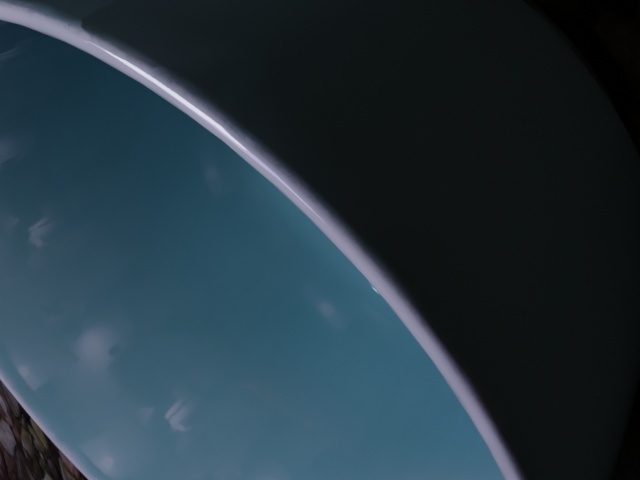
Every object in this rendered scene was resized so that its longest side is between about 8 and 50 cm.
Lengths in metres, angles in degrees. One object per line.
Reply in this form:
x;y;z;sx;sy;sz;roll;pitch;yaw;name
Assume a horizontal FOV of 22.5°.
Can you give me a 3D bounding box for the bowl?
0.000;0.000;0.591;0.311;0.163;0.311;33;150;22;bowl
